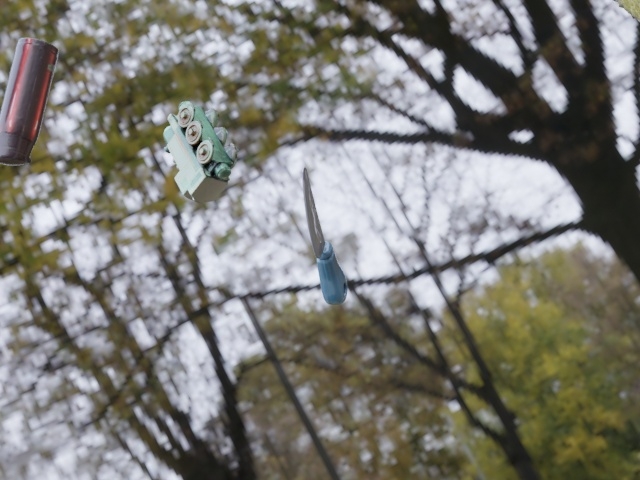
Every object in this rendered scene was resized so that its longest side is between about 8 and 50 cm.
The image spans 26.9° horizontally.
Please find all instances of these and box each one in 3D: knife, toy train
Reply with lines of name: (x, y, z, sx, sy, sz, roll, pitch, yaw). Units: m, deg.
knife: (0.000, 0.002, 1.820, 0.032, 0.058, 0.244, 2, -41, 17)
toy train: (-0.228, -0.166, 2.451, 0.081, 0.194, 0.125, 15, -56, -45)

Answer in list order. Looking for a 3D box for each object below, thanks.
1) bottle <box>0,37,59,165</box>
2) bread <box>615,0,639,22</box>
bottle: (-0.385, -0.176, 1.729, 0.060, 0.164, 0.060, 10, -12, 2)
bread: (0.236, -0.201, 0.874, 0.139, 0.229, 0.143, -36, -60, 9)
